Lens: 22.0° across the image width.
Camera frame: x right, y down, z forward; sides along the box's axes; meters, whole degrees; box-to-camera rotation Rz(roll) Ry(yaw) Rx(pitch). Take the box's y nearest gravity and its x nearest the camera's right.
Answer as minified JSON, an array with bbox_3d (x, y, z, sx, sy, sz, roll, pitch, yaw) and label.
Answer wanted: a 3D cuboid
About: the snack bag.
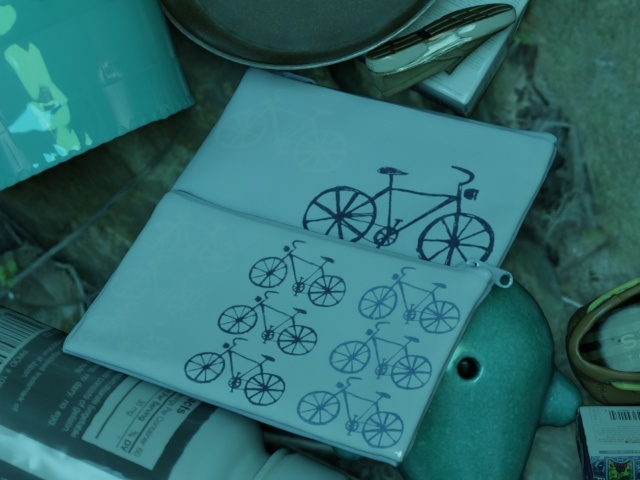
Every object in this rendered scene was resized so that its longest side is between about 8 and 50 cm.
[{"bbox_3d":[0.000,0.000,1.345,0.323,0.037,0.343,16,58,28],"label":"snack bag"}]

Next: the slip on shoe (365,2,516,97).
[{"bbox_3d":[0.106,-0.163,1.411,0.135,0.051,0.041,-24,114,-5],"label":"slip on shoe"}]

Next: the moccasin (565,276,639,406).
[{"bbox_3d":[0.381,0.038,1.318,0.380,0.147,0.139,-11,81,10],"label":"moccasin"}]

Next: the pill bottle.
[{"bbox_3d":[-0.172,0.205,1.379,0.361,0.204,0.204,23,88,14],"label":"pill bottle"}]

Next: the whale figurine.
[{"bbox_3d":[0.116,0.152,1.354,0.216,0.141,0.272,-7,88,-6],"label":"whale figurine"}]

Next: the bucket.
[{"bbox_3d":[-0.252,-0.150,1.403,0.281,0.281,0.183,-22,96,8],"label":"bucket"}]

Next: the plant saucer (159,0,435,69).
[{"bbox_3d":[-0.010,-0.289,1.460,0.310,0.050,0.311,-4,73,13],"label":"plant saucer"}]

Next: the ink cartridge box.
[{"bbox_3d":[0.112,-0.220,1.466,0.145,0.045,0.179,30,80,14],"label":"ink cartridge box"}]

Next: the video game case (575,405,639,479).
[{"bbox_3d":[0.322,0.196,1.271,0.232,0.210,0.042,-1,116,2],"label":"video game case"}]
